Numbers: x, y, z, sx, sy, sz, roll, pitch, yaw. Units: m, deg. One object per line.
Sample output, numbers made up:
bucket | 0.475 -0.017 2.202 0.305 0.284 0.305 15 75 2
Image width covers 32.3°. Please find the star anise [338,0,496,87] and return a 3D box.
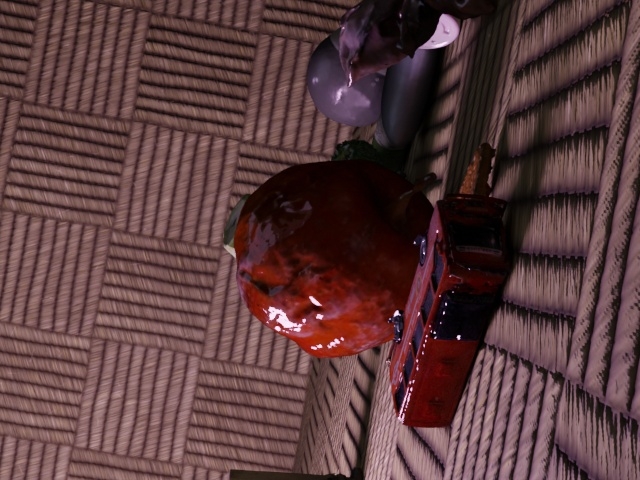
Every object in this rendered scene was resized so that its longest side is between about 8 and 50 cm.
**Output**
star anise | 0.126 -0.305 1.299 0.257 0.110 0.198 -26 40 54

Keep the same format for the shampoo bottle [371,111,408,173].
shampoo bottle | 0.110 -0.134 1.837 0.204 0.065 0.065 104 175 -51

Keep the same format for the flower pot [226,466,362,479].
flower pot | -0.050 0.433 1.651 0.212 0.202 0.212 -171 90 -84

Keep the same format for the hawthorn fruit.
hawthorn fruit | 0.041 0.002 1.242 0.271 0.242 0.242 -33 37 40

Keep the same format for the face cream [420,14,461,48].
face cream | 0.157 -0.432 1.509 0.102 0.102 0.346 107 171 -67

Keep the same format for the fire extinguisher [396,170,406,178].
fire extinguisher | 0.080 -0.059 1.783 0.252 0.075 0.106 -9 70 60

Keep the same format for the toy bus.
toy bus | 0.113 0.067 0.994 0.096 0.073 0.235 -96 13 -45

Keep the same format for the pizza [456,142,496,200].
pizza | 0.148 -0.047 1.055 0.078 0.025 0.083 113 175 -56

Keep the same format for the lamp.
lamp | 0.110 -0.342 2.016 0.314 0.182 0.182 -42 22 26

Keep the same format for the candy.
candy | 0.131 -0.239 1.626 0.138 0.071 0.174 -86 5 -59

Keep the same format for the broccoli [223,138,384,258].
broccoli | 0.000 0.000 1.594 0.308 0.275 0.308 -43 34 39
